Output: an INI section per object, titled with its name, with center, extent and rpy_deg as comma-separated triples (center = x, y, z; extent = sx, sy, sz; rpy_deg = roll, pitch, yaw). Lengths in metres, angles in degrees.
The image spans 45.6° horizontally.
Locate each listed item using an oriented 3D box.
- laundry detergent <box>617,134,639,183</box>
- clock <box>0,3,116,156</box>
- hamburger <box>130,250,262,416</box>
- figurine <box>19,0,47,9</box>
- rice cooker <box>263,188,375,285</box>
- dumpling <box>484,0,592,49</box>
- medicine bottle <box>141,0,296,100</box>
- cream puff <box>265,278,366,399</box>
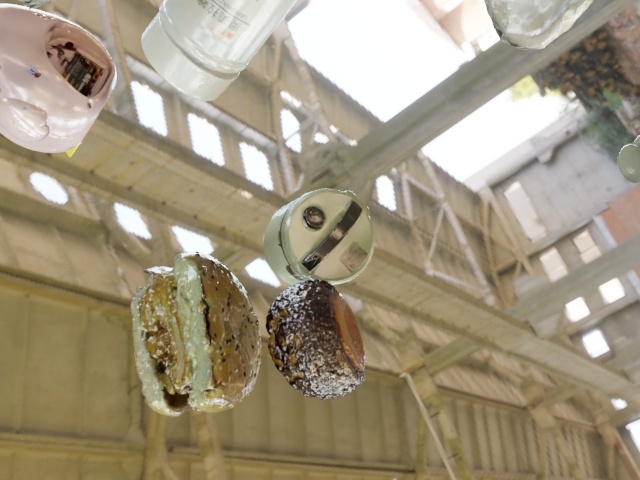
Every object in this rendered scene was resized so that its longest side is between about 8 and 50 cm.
[laundry detergent]
center = 0.655, -0.183, 1.230
extent = 0.398, 0.264, 0.124
rpy_deg = -16, -124, -23
[clock]
center = -0.701, -0.418, 1.866
extent = 0.377, 0.250, 0.368
rpy_deg = 34, -142, -23
[hamburger]
center = -0.245, 0.191, 1.550
extent = 0.277, 0.195, 0.318
rpy_deg = 19, -123, -68
[figurine]
center = -0.374, -0.358, 0.890
extent = 0.208, 0.128, 0.183
rpy_deg = 33, 156, 51
[rice cooker]
center = 0.000, 0.000, 1.696
extent = 0.226, 0.226, 0.244
rpy_deg = 55, 159, -3
[dumpling]
center = 0.319, -0.422, 1.000
extent = 0.181, 0.260, 0.341
rpy_deg = 44, -136, -8
[medicine bottle]
center = -0.170, -0.430, 1.388
extent = 0.190, 0.332, 0.190
rpy_deg = 31, -148, -22
[cream puff]
center = -0.011, 0.196, 1.489
extent = 0.239, 0.165, 0.239
rpy_deg = -21, -90, -79
